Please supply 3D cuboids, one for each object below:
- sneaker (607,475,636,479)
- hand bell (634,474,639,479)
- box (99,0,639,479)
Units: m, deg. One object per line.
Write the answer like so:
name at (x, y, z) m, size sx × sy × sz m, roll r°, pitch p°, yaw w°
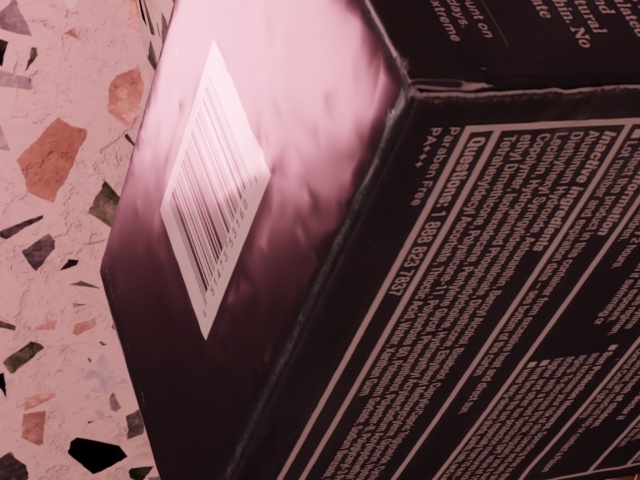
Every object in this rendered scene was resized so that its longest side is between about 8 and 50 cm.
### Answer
sneaker at (0.172, 0.089, 0.878) m, size 0.153 × 0.099 × 0.282 m, roll 98°, pitch 160°, yaw -49°
hand bell at (0.263, 0.221, 0.732) m, size 0.126 × 0.126 × 0.242 m, roll 58°, pitch 172°, yaw 50°
box at (0.083, -0.023, 0.558) m, size 0.183 × 0.294 × 0.296 m, roll 67°, pitch 148°, yaw 34°
